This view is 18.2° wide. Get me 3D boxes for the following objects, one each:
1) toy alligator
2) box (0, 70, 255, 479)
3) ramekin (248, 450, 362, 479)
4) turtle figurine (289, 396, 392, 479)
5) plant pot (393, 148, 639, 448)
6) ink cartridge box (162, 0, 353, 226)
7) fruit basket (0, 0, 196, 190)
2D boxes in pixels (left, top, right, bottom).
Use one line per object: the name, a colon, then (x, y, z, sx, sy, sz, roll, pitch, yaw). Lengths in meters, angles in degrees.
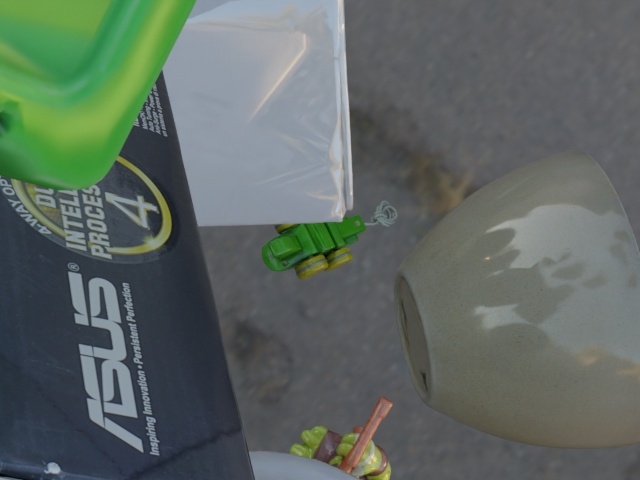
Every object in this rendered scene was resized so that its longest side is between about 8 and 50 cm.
toy alligator: (0.000, 0.000, 1.751, 0.190, 0.051, 0.056, -18, 80, -55)
box: (-0.149, 0.058, 0.765, 0.097, 0.318, 0.395, 14, 37, -25)
ramekin: (-0.049, 0.290, 1.315, 0.277, 0.277, 0.135, 45, 18, 3)
turtle figurine: (0.027, 0.230, 1.628, 0.087, 0.269, 0.217, 2, 15, -16)
plant pot: (0.176, 0.070, 1.869, 0.191, 0.284, 0.284, -11, 64, -9)
ink cartridge box: (-0.179, -0.134, 1.302, 0.395, 0.166, 0.285, -2, 27, -1)
fruit basket: (-0.139, -0.220, 0.453, 0.283, 0.392, 0.392, 21, 46, -54)
